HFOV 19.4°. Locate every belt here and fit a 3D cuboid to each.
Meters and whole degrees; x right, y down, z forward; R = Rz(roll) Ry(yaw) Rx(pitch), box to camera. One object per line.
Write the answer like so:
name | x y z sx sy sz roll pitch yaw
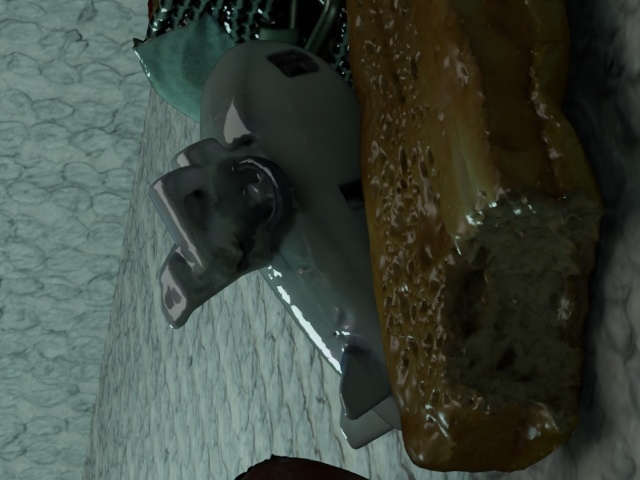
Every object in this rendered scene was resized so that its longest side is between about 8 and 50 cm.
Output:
belt | -0.028 -0.187 1.413 0.257 0.207 0.150 121 155 -44

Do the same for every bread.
bread | 0.096 -0.061 1.066 0.185 0.109 0.380 124 148 -50

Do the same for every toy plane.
toy plane | 0.003 -0.003 1.174 0.122 0.267 0.267 -32 49 43

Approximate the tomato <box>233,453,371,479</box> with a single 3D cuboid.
tomato | 0.012 0.249 1.154 0.181 0.155 0.214 -25 -57 -63
